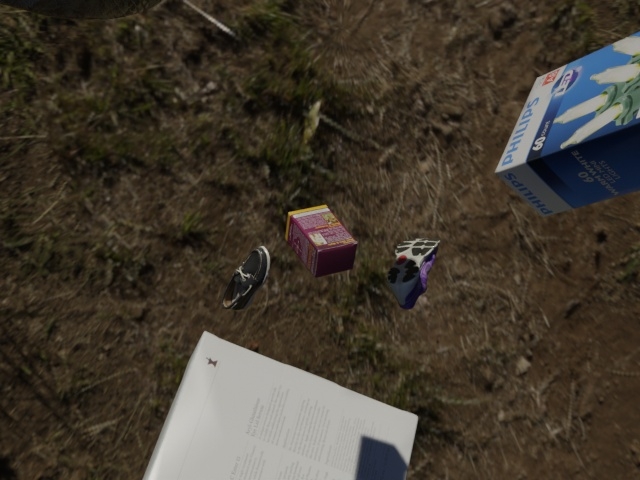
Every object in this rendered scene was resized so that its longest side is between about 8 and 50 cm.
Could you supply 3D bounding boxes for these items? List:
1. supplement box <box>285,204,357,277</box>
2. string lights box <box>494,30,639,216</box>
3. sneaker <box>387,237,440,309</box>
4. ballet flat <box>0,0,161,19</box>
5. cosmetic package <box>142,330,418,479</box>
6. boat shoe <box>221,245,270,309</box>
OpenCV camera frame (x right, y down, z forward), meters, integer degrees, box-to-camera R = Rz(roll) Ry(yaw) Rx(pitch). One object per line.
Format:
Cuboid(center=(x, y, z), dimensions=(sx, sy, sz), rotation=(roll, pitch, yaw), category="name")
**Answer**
Cuboid(center=(0.000, 0.000, 1.088), dimensions=(0.055, 0.083, 0.043), rotation=(-11, 130, -25), category="supplement box")
Cuboid(center=(0.286, -0.116, 0.791), dimensions=(0.077, 0.260, 0.133), rotation=(39, 61, -20), category="string lights box")
Cuboid(center=(0.154, 0.052, 1.497), dimensions=(0.068, 0.170, 0.071), rotation=(1, 123, 27), category="sneaker")
Cuboid(center=(-0.161, -0.157, 0.462), dimensions=(0.206, 0.067, 0.073), rotation=(-6, 77, -34), category="ballet flat")
Cuboid(center=(-0.068, 0.323, 1.007), dimensions=(0.284, 0.377, 0.097), rotation=(24, 143, -8), category="cosmetic package")
Cuboid(center=(-0.113, 0.058, 1.354), dimensions=(0.038, 0.046, 0.125), rotation=(-4, 141, -36), category="boat shoe")
